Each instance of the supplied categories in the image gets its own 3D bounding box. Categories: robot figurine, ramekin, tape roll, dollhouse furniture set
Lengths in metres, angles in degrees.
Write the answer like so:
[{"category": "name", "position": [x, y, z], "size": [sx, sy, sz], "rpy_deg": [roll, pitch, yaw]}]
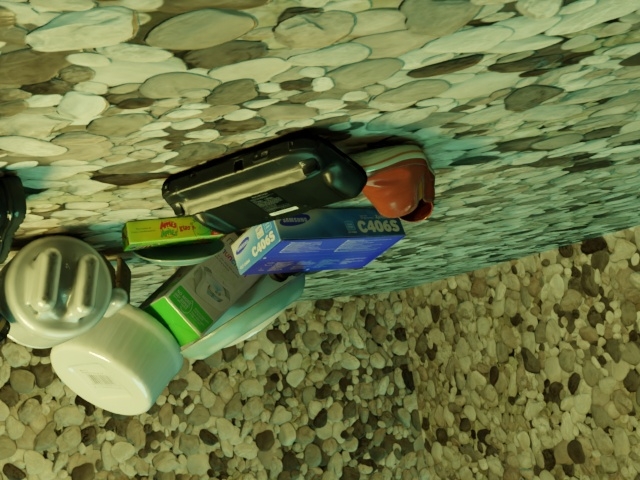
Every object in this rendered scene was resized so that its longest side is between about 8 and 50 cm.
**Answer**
[{"category": "robot figurine", "position": [-0.535, 0.105, 1.821], "size": [0.299, 0.200, 0.353], "rpy_deg": [14, 162, -24]}, {"category": "ramekin", "position": [-0.453, 0.261, 2.029], "size": [0.277, 0.135, 0.277], "rpy_deg": [16, 141, 14]}, {"category": "tape roll", "position": [-0.184, 0.139, 2.295], "size": [0.286, 0.100, 0.286], "rpy_deg": [-33, -163, 11]}, {"category": "dollhouse furniture set", "position": [-0.522, 0.087, 2.092], "size": [0.129, 0.129, 0.184], "rpy_deg": [-9, 148, 7]}]

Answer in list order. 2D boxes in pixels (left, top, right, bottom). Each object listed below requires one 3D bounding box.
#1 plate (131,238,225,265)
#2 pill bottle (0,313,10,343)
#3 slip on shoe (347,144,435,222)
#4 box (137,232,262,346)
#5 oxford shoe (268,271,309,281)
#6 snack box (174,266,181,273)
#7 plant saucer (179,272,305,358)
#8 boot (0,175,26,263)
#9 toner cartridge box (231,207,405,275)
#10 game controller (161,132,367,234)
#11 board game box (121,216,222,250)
[{"category": "plate", "position": [-0.285, 0.022, 1.855], "size": [0.188, 0.024, 0.188], "rpy_deg": [0, -163, 0]}, {"category": "pill bottle", "position": [-0.680, 0.119, 1.674], "size": [0.122, 0.219, 0.123], "rpy_deg": [-32, -158, 15]}, {"category": "slip on shoe", "position": [0.123, -0.091, 1.515], "size": [0.123, 0.101, 0.331], "rpy_deg": [-9, 171, 18]}, {"category": "box", "position": [-0.283, 0.120, 2.077], "size": [0.231, 0.127, 0.262], "rpy_deg": [-46, -170, -33]}, {"category": "oxford shoe", "position": [-0.057, 0.037, 2.081], "size": [0.096, 0.083, 0.227], "rpy_deg": [-27, 175, 24]}, {"category": "snack box", "position": [-0.323, 0.107, 2.416], "size": [0.037, 0.100, 0.141], "rpy_deg": [-13, 171, 27]}, {"category": "plant saucer", "position": [-0.158, 0.171, 1.993], "size": [0.317, 0.044, 0.317], "rpy_deg": [-32, 180, 0]}, {"category": "boot", "position": [-0.542, -0.020, 1.301], "size": [0.207, 0.094, 0.246], "rpy_deg": [-8, 166, -31]}, {"category": "toner cartridge box", "position": [0.000, 0.000, 1.976], "size": [0.347, 0.075, 0.165], "rpy_deg": [-2, 153, -40]}, {"category": "game controller", "position": [-0.089, -0.081, 1.402], "size": [0.319, 0.067, 0.166], "rpy_deg": [-14, 157, 35]}, {"category": "board game box", "position": [-0.289, -0.015, 1.800], "size": [0.181, 0.043, 0.092], "rpy_deg": [-5, 172, -20]}]
